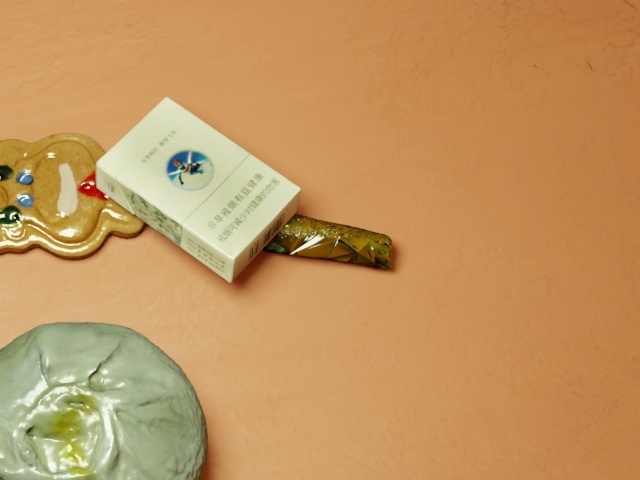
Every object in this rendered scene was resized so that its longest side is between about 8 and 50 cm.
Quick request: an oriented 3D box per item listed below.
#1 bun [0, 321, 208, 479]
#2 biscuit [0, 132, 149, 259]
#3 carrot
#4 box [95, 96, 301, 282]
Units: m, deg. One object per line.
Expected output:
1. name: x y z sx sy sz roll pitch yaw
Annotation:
1. bun: -0.325 0.266 1.786 0.361 0.211 0.362 3 62 -5
2. biscuit: -0.397 -0.068 2.013 0.333 0.047 0.202 0 68 -11
3. carrot: 0.000 -0.001 2.047 0.228 0.069 0.069 10 66 -8
4. box: -0.179 -0.076 1.984 0.256 0.069 0.164 35 61 14
